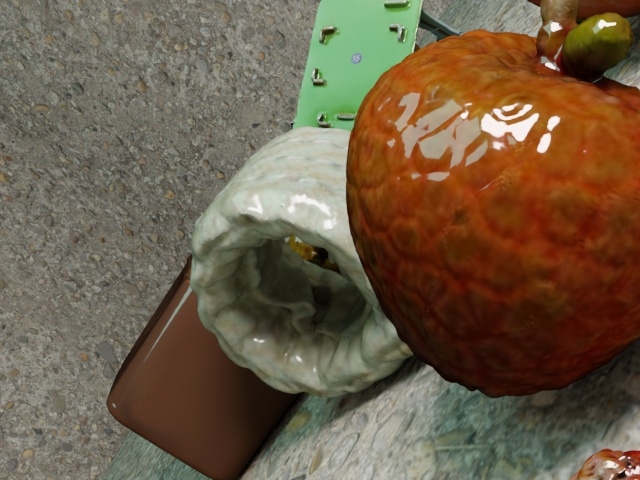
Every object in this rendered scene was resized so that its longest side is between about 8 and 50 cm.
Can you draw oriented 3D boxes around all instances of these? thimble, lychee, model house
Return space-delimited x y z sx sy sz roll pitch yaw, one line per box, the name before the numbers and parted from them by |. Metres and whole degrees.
thimble | 0.005 0.025 0.817 0.291 0.291 0.195 -44 12 42
lychee | 0.139 -0.039 0.491 0.255 0.255 0.300 -76 11 -67
model house | 0.179 -0.248 1.304 0.324 0.340 0.300 21 -103 -61

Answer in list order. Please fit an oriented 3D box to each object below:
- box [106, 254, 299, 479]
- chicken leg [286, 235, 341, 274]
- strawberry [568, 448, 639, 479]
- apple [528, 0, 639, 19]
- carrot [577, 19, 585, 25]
box | -0.171 0.192 1.131 0.229 0.239 0.339 -56 10 -3
chicken leg | 0.003 0.007 1.192 0.361 0.140 0.211 -35 -4 35
strawberry | 0.141 0.136 0.325 0.083 0.083 0.096 -56 1 -16
apple | 0.319 -0.405 0.736 0.348 0.277 0.348 -52 -7 -10
carrot | 0.365 -0.334 1.080 0.049 0.049 0.254 -49 6 22
